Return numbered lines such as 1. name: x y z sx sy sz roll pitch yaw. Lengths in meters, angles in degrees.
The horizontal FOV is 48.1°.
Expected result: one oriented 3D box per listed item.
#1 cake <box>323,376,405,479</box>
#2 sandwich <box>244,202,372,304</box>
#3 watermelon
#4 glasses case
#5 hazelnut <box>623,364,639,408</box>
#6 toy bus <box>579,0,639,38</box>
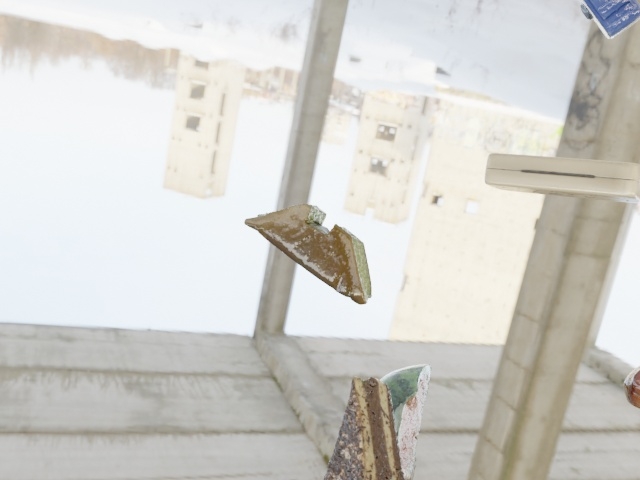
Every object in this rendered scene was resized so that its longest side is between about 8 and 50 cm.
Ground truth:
1. cake: 0.102 0.383 1.296 0.135 0.246 0.112 15 178 42
2. sandwich: 0.000 0.000 1.136 0.244 0.088 0.090 35 -168 15
3. watermelon: 0.194 0.442 1.830 0.180 0.305 0.224 26 157 -21
4. glasses case: 0.557 -0.144 1.645 0.337 0.076 0.144 9 180 31
5. hazelnut: 0.543 0.246 1.180 0.086 0.086 0.086 11 -167 -2
6. toy bus: 0.429 -0.434 1.164 0.236 0.079 0.094 50 -149 -6
